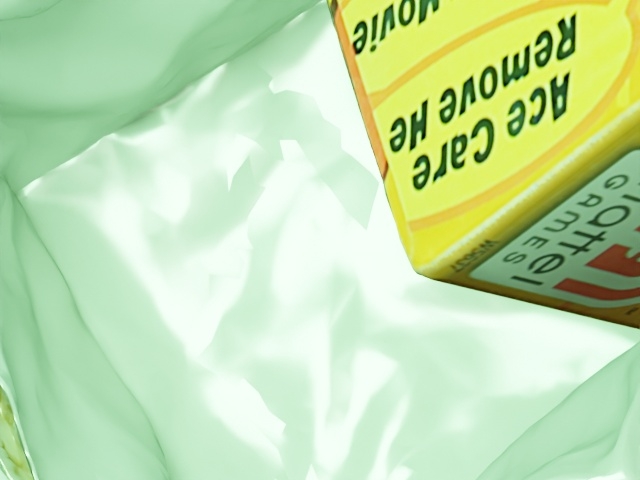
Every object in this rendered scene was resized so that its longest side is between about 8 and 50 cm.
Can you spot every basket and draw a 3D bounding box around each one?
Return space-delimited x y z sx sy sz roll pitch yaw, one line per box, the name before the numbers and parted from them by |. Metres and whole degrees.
basket | 0.000 0.000 0.777 0.331 0.266 0.328 -33 76 0

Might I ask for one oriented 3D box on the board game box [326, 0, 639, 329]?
board game box | 0.220 -0.197 0.527 0.356 0.357 0.356 -40 51 35
